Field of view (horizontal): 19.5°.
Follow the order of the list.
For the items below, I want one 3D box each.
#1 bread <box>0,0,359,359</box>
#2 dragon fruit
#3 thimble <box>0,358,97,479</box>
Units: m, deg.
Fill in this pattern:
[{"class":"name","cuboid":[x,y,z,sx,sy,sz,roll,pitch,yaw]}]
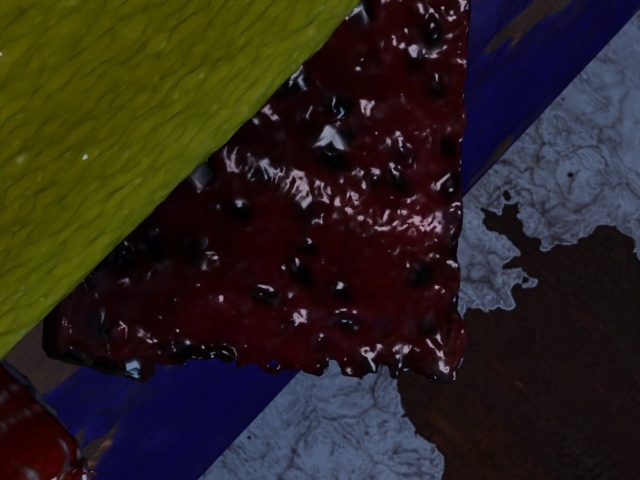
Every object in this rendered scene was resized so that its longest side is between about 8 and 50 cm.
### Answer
[{"class":"bread","cuboid":[-0.124,-0.062,0.451,0.323,0.143,0.333,-45,172,-6]},{"class":"dragon fruit","cuboid":[0.000,0.000,1.038,0.302,0.240,0.330,-29,165,4]},{"class":"thimble","cuboid":[-0.221,0.134,0.928,0.189,0.125,0.163,-46,172,-1]}]
